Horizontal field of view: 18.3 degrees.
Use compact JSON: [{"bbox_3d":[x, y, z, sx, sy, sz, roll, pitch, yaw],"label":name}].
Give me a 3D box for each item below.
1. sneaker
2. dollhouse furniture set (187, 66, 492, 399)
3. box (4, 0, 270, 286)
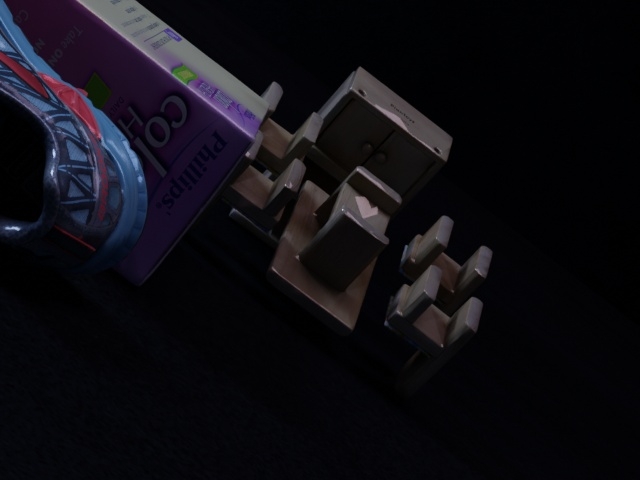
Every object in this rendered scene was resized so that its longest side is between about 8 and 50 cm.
[{"bbox_3d":[-0.202,-0.088,1.040,0.262,0.104,0.125,40,10,10],"label":"sneaker"},{"bbox_3d":[0.000,0.000,1.519,0.212,0.161,0.242,37,30,-10],"label":"dollhouse furniture set"},{"bbox_3d":[-0.164,-0.104,1.259,0.243,0.117,0.213,37,7,-5],"label":"box"}]
